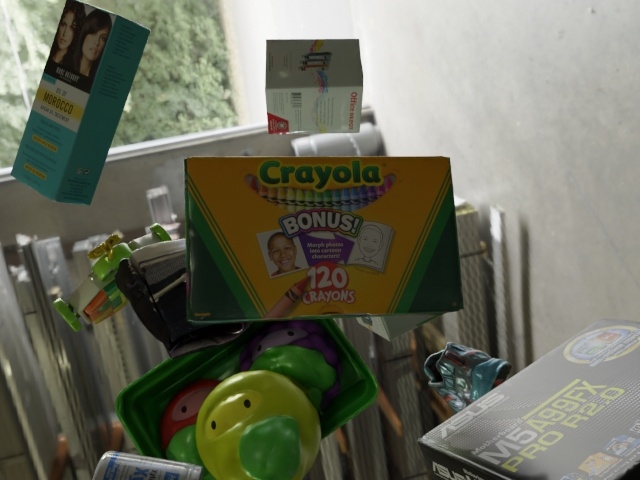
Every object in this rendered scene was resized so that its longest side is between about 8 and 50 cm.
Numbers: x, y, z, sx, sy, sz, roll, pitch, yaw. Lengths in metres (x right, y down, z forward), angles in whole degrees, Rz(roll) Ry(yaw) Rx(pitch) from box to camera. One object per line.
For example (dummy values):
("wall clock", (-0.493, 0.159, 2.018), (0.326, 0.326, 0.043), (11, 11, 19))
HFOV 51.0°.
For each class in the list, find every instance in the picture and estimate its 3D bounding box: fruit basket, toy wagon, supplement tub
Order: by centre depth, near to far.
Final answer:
("supplement tub", (-0.184, 0.267, 0.714), (0.071, 0.107, 0.071), (-171, 90, -88))
("fruit basket", (-0.109, 0.250, 1.009), (0.283, 0.392, 0.392), (54, 164, 16))
("toy wagon", (-0.423, 0.074, 1.394), (0.068, 0.267, 0.344), (48, 160, 2))

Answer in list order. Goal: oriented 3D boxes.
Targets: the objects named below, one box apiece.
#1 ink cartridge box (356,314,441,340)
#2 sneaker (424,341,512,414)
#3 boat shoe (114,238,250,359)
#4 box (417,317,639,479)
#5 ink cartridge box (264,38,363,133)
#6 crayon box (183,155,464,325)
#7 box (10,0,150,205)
("ink cartridge box", (0.173, 0.144, 1.570), (0.093, 0.154, 0.212), (68, 166, -12))
("sneaker", (0.236, 0.225, 1.114), (0.125, 0.104, 0.262), (29, 160, 17))
("boat shoe", (-0.111, 0.060, 0.993), (0.158, 0.341, 0.127), (54, 148, 29))
("box", (0.257, 0.163, 0.611), (0.060, 0.270, 0.216), (67, 159, -8))
("ink cartridge box", (-0.012, -0.283, 1.237), (0.128, 0.176, 0.127), (93, 176, -58))
("crayon box", (0.000, 0.000, 0.706), (0.081, 0.279, 0.165), (134, 134, -77))
("box", (-0.311, -0.176, 0.863), (0.060, 0.101, 0.244), (6, -72, -61))
